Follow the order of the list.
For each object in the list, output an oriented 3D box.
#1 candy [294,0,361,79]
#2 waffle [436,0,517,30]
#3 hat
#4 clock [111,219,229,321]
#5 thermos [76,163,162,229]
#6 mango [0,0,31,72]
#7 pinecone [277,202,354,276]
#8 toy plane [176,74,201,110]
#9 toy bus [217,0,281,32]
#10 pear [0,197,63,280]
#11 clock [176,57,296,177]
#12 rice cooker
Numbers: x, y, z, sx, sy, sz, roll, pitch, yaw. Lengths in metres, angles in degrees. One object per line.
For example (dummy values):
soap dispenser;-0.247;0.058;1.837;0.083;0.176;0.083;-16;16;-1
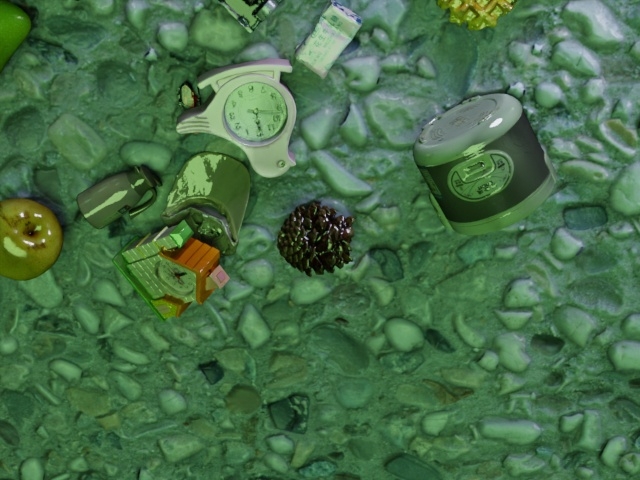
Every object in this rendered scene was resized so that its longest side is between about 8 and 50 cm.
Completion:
candy;0.014;-0.464;1.723;0.092;0.073;0.160;32;111;-17
waffle;0.379;-0.628;1.644;0.311;0.060;0.307;-15;114;11
hat;-0.268;-0.085;1.911;0.214;0.149;0.245;23;79;9
clock;-0.367;0.076;1.904;0.255;0.106;0.220;-17;117;42
thermos;-0.495;-0.112;1.897;0.193;0.105;0.137;-31;136;8
mango;-0.813;-0.434;1.718;0.343;0.156;0.192;-26;112;12
pinecone;-0.003;0.004;1.875;0.204;0.184;0.179;19;156;-25
toy plane;-0.313;-0.327;1.816;0.060;0.037;0.145;-4;114;0
toy bus;-0.094;-0.600;1.607;0.138;0.175;0.287;43;109;-16
pear;-0.760;-0.001;1.896;0.208;0.209;0.209;1;115;2
clock;-0.197;-0.279;1.789;0.290;0.080;0.275;-8;114;-3
rice cooker;0.376;-0.167;1.739;0.288;0.288;0.277;-26;111;13
